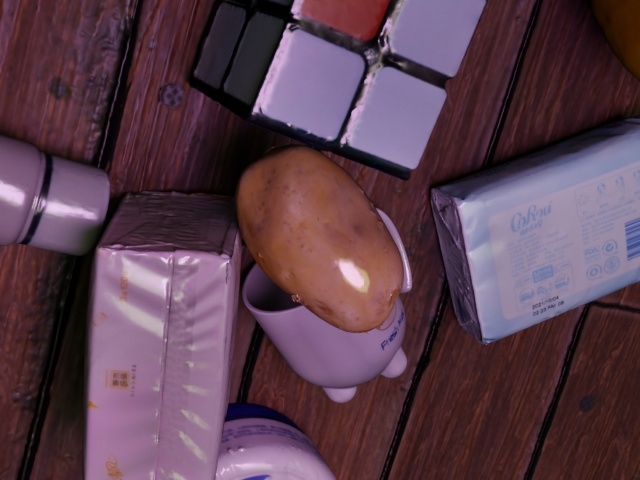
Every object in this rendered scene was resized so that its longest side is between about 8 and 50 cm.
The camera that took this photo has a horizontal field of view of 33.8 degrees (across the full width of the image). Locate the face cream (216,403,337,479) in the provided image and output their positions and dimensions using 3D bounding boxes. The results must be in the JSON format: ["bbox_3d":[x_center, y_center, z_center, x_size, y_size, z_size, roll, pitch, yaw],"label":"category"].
[{"bbox_3d":[-0.081,0.280,1.078,0.206,0.111,0.206,-7,109,-21],"label":"face cream"}]

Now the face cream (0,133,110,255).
[{"bbox_3d":[-0.332,-0.060,0.862,0.314,0.089,0.143,16,136,-24],"label":"face cream"}]

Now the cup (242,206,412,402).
[{"bbox_3d":[0.017,0.063,1.049,0.134,0.173,0.142,-20,121,19],"label":"cup"}]

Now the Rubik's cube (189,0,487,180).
[{"bbox_3d":[0.010,-0.175,0.914,0.167,0.183,0.180,17,102,-29],"label":"Rubik's cube"}]

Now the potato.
[{"bbox_3d":[0.000,0.000,0.888,0.178,0.118,0.109,51,47,5],"label":"potato"}]

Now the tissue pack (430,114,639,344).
[{"bbox_3d":[0.258,-0.016,1.132,0.263,0.089,0.177,-20,114,-13],"label":"tissue pack"}]

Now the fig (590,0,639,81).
[{"bbox_3d":[0.416,-0.296,0.982,0.343,0.343,0.343,-8,111,-21],"label":"fig"}]

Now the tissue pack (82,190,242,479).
[{"bbox_3d":[-0.137,0.087,0.934,0.124,0.185,0.225,4,107,-5],"label":"tissue pack"}]
